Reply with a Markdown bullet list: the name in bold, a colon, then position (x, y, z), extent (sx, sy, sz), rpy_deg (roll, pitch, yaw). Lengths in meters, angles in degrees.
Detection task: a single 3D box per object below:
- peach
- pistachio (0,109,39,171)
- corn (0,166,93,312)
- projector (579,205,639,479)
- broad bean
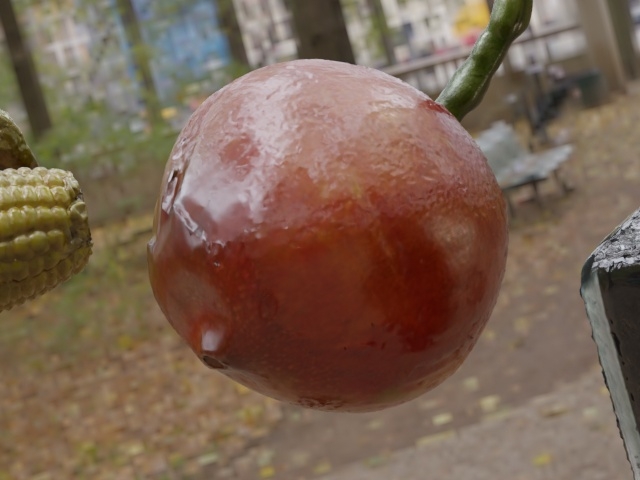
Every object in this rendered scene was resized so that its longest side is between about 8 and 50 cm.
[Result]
- **peach**: position (0.002, 0.001, 1.805), extent (0.372, 0.373, 0.290), rpy_deg (-18, 19, -32)
- **pistachio**: position (-0.350, -0.097, 1.883), extent (0.089, 0.173, 0.049), rpy_deg (-49, 14, 14)
- **corn**: position (-0.220, 0.017, 0.898), extent (0.231, 0.080, 0.080), rpy_deg (-16, 5, -17)
- **projector**: position (0.475, 0.129, 1.541), extent (0.405, 0.395, 0.242), rpy_deg (-5, 20, 40)
- **broad bean**: position (0.164, -0.184, 2.005), extent (0.052, 0.256, 0.052), rpy_deg (25, 24, -10)
